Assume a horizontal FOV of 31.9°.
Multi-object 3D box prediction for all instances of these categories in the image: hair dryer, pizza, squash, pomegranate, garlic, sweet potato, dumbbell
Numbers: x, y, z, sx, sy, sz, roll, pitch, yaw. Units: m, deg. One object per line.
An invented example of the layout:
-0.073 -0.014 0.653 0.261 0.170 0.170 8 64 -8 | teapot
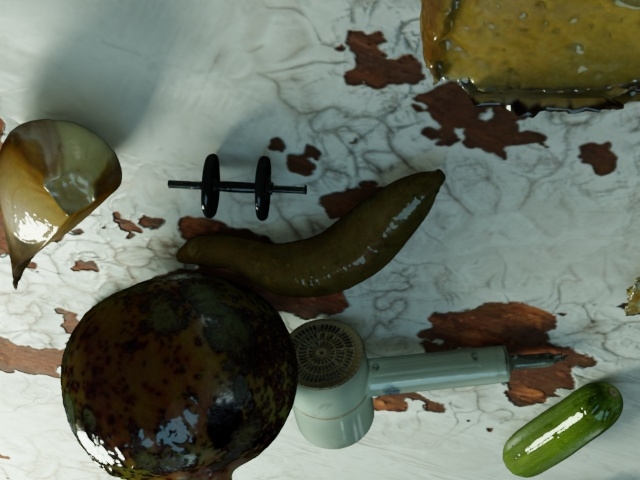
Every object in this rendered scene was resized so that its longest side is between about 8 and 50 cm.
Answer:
0.136 0.176 1.422 0.357 0.107 0.173 -6 143 5 | hair dryer
0.381 0.054 1.280 0.083 0.025 0.078 -19 140 19 | pizza
0.324 0.259 1.510 0.069 0.069 0.239 21 139 -18 | squash
-0.159 0.214 1.292 0.285 0.341 0.285 -9 169 -2 | pomegranate
-0.273 -0.057 1.170 0.115 0.128 0.207 -21 165 -36 | garlic
0.000 0.007 1.240 0.346 0.079 0.108 -15 108 27 | sweet potato
-0.088 -0.056 1.173 0.147 0.069 0.069 3 141 5 | dumbbell

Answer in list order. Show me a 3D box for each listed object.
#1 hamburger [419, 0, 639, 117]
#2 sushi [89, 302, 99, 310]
0.276 -0.262 0.707 0.445 0.268 0.287 0 143 14 | hamburger
-0.279 0.128 1.435 0.061 0.060 0.118 -8 141 9 | sushi
